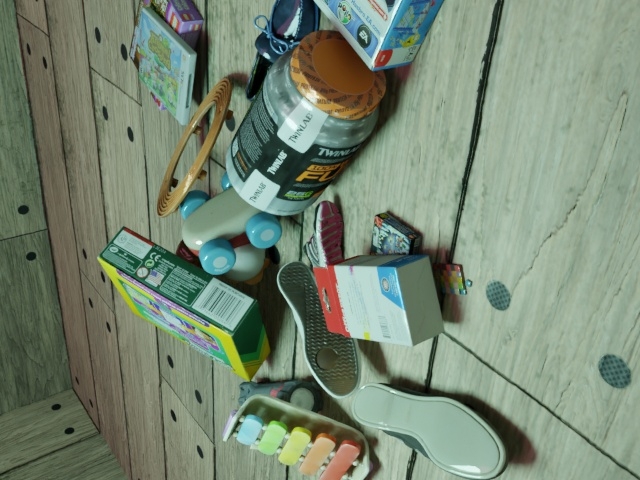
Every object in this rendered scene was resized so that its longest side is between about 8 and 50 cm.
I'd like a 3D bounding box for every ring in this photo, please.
[{"bbox_3d":[-0.271,-0.199,1.528,0.336,0.032,0.336,-46,30,36],"label":"ring"}]

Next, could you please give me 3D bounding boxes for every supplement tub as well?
[{"bbox_3d":[-0.028,-0.192,1.181,0.193,0.194,0.316,63,147,15],"label":"supplement tub"}]

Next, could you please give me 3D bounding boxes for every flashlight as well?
[{"bbox_3d":[-0.102,0.384,1.663,0.304,0.103,0.103,-27,53,61],"label":"flashlight"}]

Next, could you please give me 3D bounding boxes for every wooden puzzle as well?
[{"bbox_3d":[0.209,0.062,1.118,0.083,0.006,0.049,2,106,56],"label":"wooden puzzle"}]

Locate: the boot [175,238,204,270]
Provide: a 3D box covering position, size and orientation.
[{"bbox_3d":[-0.334,0.056,1.851,0.073,0.197,0.152,53,-179,21],"label":"boot"}]

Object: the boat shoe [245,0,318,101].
[{"bbox_3d":[-0.074,-0.345,1.271,0.109,0.089,0.258,50,141,31],"label":"boat shoe"}]

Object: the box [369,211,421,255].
[{"bbox_3d":[0.125,0.031,1.210,0.094,0.027,0.137,38,135,42],"label":"box"}]

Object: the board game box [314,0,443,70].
[{"bbox_3d":[0.075,-0.462,0.996,0.308,0.086,0.302,56,144,24],"label":"board game box"}]

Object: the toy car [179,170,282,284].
[{"bbox_3d":[-0.170,0.005,1.545,0.219,0.210,0.238,57,176,45],"label":"toy car"}]

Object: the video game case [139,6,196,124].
[{"bbox_3d":[-0.361,-0.406,1.631,0.212,0.023,0.193,47,140,28],"label":"video game case"}]

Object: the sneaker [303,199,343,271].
[{"bbox_3d":[0.000,0.000,1.349,0.075,0.063,0.170,22,127,43],"label":"sneaker"}]

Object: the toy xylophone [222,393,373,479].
[{"bbox_3d":[-0.049,0.441,1.499,0.323,0.081,0.236,16,136,4],"label":"toy xylophone"}]

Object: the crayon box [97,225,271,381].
[{"bbox_3d":[-0.303,0.154,1.616,0.363,0.106,0.313,27,156,16],"label":"crayon box"}]

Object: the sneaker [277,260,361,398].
[{"bbox_3d":[0.011,0.180,1.387,0.123,0.106,0.290,58,-172,-65],"label":"sneaker"}]

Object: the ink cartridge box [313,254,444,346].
[{"bbox_3d":[0.092,0.096,1.191,0.231,0.078,0.134,-1,105,55],"label":"ink cartridge box"}]

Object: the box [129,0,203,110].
[{"bbox_3d":[-0.381,-0.489,1.693,0.201,0.057,0.293,58,145,19],"label":"box"}]

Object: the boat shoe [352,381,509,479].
[{"bbox_3d":[0.197,0.321,1.202,0.335,0.095,0.112,11,78,50],"label":"boat shoe"}]
